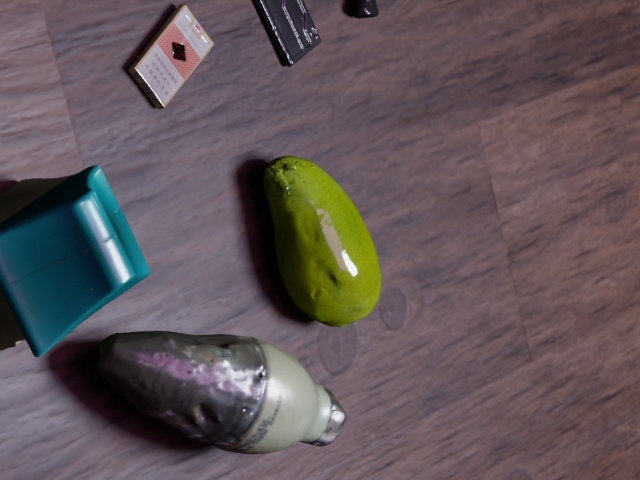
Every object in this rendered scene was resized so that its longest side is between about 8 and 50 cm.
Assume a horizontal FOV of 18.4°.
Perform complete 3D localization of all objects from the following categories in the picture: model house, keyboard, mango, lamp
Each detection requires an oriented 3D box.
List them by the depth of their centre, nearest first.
[{"bbox_3d":[-0.199,0.015,1.468,0.127,0.149,0.100,-39,110,-40],"label":"model house"},{"bbox_3d":[-0.079,0.121,1.619,0.250,0.101,0.101,20,72,-35],"label":"lamp"},{"bbox_3d":[0.000,0.000,1.729,0.091,0.074,0.165,-41,115,-38],"label":"mango"},{"bbox_3d":[-0.045,-0.232,1.750,0.053,0.010,0.155,-41,115,-39],"label":"keyboard"}]

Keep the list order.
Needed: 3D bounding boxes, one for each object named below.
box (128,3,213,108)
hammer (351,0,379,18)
[{"bbox_3d":[-0.125,-0.155,1.658,0.046,0.012,0.083,53,52,-28],"label":"box"},{"bbox_3d":[0.045,-0.304,1.843,0.078,0.021,0.201,17,73,-44],"label":"hammer"}]
